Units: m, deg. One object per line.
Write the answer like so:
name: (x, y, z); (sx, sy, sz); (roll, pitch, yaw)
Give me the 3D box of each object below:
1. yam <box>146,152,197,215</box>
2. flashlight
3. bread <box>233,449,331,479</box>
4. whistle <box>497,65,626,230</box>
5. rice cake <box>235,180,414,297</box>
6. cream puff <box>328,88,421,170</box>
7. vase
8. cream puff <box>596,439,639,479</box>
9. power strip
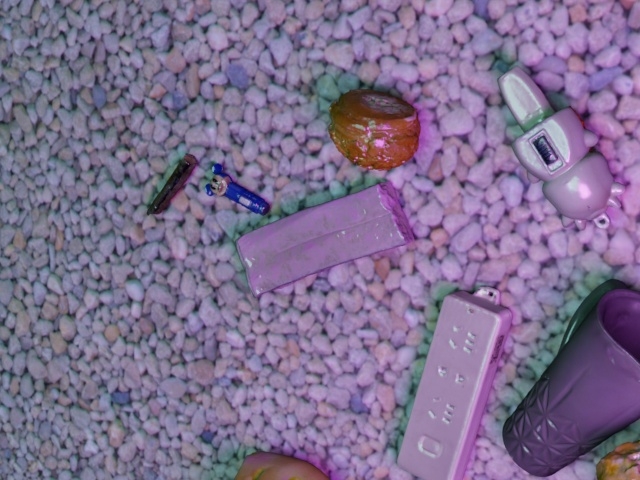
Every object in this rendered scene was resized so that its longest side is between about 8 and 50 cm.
yam: (-0.244, -0.088, 2.221); (0.027, 0.033, 0.129); (35, 120, -7)
flashlight: (-0.135, -0.074, 2.149); (0.121, 0.035, 0.057); (31, 110, 25)
bread: (-0.040, 0.437, 2.091); (0.260, 0.158, 0.156); (45, 113, 16)
whistle: (0.320, -0.123, 1.833); (0.101, 0.106, 0.253); (-33, 85, -1)
rice cake: (0.001, -0.002, 2.069); (0.298, 0.050, 0.106); (-21, 86, 31)
cream puff: (0.079, -0.156, 1.961); (0.144, 0.126, 0.103); (27, 125, 34)
vase: (0.362, 0.191, 1.809); (0.251, 0.156, 0.301); (-89, 25, -43)
cream puff: (0.484, 0.300, 1.693); (0.282, 0.281, 0.185); (-40, 68, 28)
power strip: (0.194, 0.228, 1.978); (0.098, 0.058, 0.338); (22, 108, 26)
